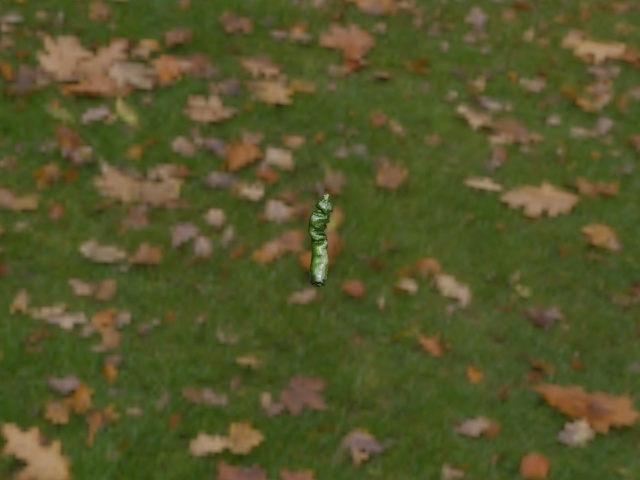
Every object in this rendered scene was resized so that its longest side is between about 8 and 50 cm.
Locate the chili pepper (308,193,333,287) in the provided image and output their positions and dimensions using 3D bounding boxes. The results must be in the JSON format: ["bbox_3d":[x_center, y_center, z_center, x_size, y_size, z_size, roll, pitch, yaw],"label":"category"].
[{"bbox_3d":[0.000,0.000,1.354,0.022,0.083,0.027,3,-3,15],"label":"chili pepper"}]
